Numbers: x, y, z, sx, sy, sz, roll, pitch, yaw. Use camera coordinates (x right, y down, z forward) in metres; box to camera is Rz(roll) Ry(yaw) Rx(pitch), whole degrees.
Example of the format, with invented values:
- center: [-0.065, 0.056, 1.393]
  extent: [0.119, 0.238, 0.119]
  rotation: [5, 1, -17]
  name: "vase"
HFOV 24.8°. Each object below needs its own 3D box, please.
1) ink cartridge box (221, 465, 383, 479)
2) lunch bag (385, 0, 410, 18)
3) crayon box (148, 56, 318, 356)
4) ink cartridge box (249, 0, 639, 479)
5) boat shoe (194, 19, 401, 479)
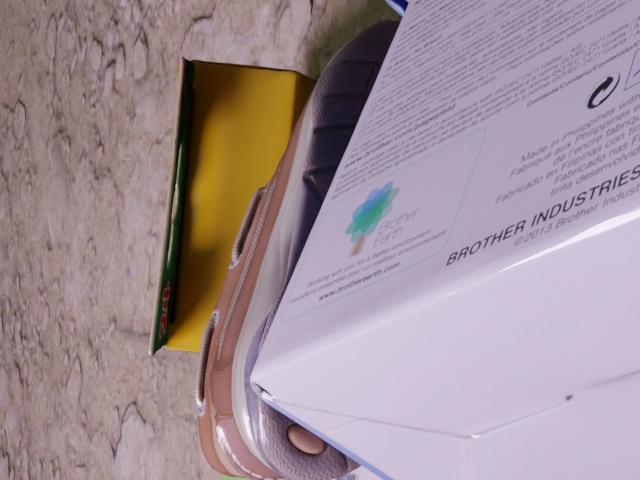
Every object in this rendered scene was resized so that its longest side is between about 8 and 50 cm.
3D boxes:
- center: [0.079, 0.099, 0.896]
  extent: [0.273, 0.114, 0.198]
  rotation: [-1, 59, 61]
  name: "ink cartridge box"
- center: [0.085, -0.235, 1.019]
  extent: [0.151, 0.096, 0.129]
  rotation: [-45, 41, 9]
  name: "lunch bag"
- center: [-0.049, -0.024, 1.082]
  extent: [0.318, 0.081, 0.202]
  rotation: [-30, -54, -82]
  name: "crayon box"
- center: [0.157, -0.087, 0.671]
  extent: [0.270, 0.151, 0.395]
  rotation: [-27, 33, 47]
  name: "ink cartridge box"
- center: [0.000, 0.000, 0.880]
  extent: [0.116, 0.123, 0.324]
  rotation: [-28, 32, 49]
  name: "boat shoe"
